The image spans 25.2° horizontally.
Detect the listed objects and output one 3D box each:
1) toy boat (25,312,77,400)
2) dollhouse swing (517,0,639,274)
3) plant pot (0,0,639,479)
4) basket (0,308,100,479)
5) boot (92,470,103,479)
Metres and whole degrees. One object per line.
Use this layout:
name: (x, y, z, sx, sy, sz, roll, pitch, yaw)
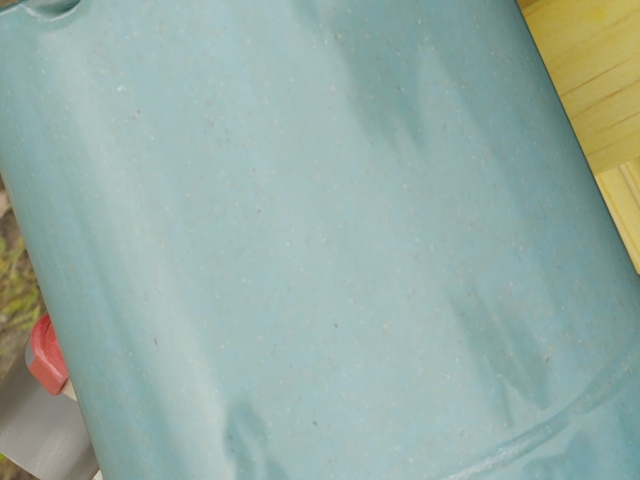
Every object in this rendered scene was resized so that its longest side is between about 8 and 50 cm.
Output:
toy boat: (-0.139, -0.012, 0.975, 0.151, 0.151, 0.231, 38, 67, -3)
dollhouse swing: (0.280, -0.142, 0.944, 0.305, 0.347, 0.315, 46, 137, -17)
plant pot: (0.000, 0.000, 0.726, 0.341, 0.341, 0.334, -20, 103, 5)
basket: (-0.235, 0.134, 1.455, 0.154, 0.204, 0.227, 38, 78, -18)
boot: (-0.230, 0.231, 1.759, 0.213, 0.077, 0.165, 46, 68, -39)
